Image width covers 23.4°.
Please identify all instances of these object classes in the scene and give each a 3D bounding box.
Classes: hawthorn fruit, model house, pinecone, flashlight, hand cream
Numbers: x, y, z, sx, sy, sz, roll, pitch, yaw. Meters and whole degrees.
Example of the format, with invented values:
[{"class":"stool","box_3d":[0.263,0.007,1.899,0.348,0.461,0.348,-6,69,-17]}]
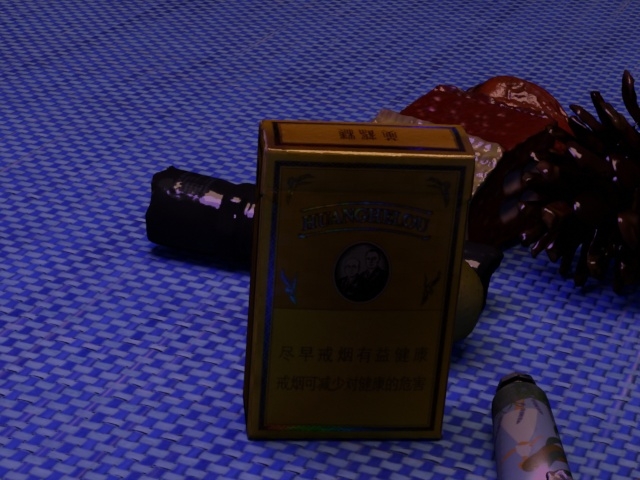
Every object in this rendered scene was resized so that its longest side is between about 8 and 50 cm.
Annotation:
[{"class":"hawthorn fruit","box_3d":[0.258,-0.139,2.080,0.173,0.173,0.179,-2,23,-13]},{"class":"model house","box_3d":[0.153,-0.076,1.917,0.196,0.160,0.254,20,30,31]},{"class":"pinecone","box_3d":[0.353,-0.052,1.811,0.264,0.264,0.264,3,24,-1]},{"class":"flashlight","box_3d":[0.000,0.000,1.793,0.424,0.103,0.103,13,25,16]},{"class":"hand cream","box_3d":[0.196,0.209,1.416,0.088,0.055,0.256,3,30,-2]}]

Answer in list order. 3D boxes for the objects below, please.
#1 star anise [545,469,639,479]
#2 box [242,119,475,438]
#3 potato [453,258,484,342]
[{"class":"star anise","box_3d":[0.231,0.266,1.214,0.236,0.109,0.223,-8,12,15]},{"class":"box","box_3d":[0.031,0.040,1.447,0.193,0.301,0.084,1,26,-8]},{"class":"potato","box_3d":[0.050,0.049,1.643,0.248,0.143,0.169,11,19,-6]}]
